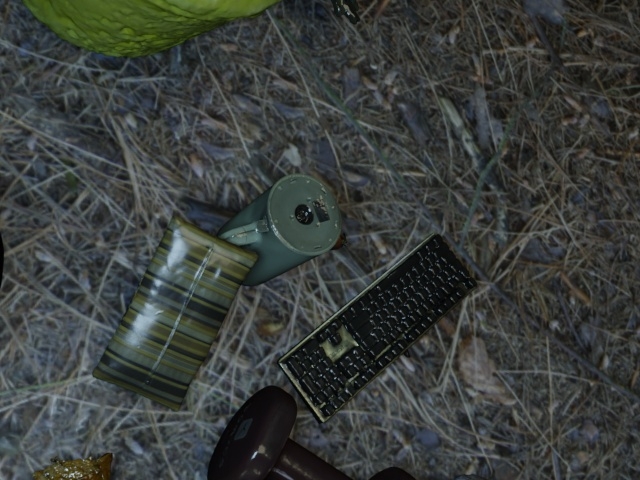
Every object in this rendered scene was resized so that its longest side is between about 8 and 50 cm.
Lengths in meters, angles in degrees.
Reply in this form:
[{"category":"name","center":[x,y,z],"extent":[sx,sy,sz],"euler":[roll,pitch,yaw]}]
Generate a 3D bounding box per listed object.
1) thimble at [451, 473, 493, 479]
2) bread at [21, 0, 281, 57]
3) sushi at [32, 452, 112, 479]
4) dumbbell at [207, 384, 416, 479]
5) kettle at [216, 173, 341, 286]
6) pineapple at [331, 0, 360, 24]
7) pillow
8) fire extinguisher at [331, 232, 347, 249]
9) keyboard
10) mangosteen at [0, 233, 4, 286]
[{"category":"thimble","center":[0.191,0.355,1.723],"extent":[0.097,0.150,0.150],"euler":[19,63,-26]},{"category":"bread","center":[-0.194,-0.380,1.665],"extent":[0.348,0.307,0.348],"euler":[14,66,-34]},{"category":"sushi","center":[-0.269,0.256,1.530],"extent":[0.118,0.061,0.060],"euler":[-24,97,-34]},{"category":"dumbbell","center":[-0.007,0.273,1.646],"extent":[0.225,0.124,0.140],"euler":[34,57,-16]},{"category":"kettle","center":[-0.061,0.000,1.702],"extent":[0.098,0.148,0.127],"euler":[46,53,-11]},{"category":"pineapple","center":[-0.003,-0.442,1.915],"extent":[0.169,0.169,0.341],"euler":[4,76,-31]},{"category":"pillow","center":[-0.161,0.083,1.624],"extent":[0.113,0.038,0.203],"euler":[25,95,-20]},{"category":"fire extinguisher","center":[0.000,0.000,1.817],"extent":[0.083,0.022,0.028],"euler":[-4,44,-33]},{"category":"keyboard","center":[0.081,0.105,1.824],"extent":[0.317,0.027,0.106],"euler":[-38,94,-36]},{"category":"mangosteen","center":[-0.445,0.039,1.407],"extent":[0.289,0.231,0.231],"euler":[-34,91,-28]}]
